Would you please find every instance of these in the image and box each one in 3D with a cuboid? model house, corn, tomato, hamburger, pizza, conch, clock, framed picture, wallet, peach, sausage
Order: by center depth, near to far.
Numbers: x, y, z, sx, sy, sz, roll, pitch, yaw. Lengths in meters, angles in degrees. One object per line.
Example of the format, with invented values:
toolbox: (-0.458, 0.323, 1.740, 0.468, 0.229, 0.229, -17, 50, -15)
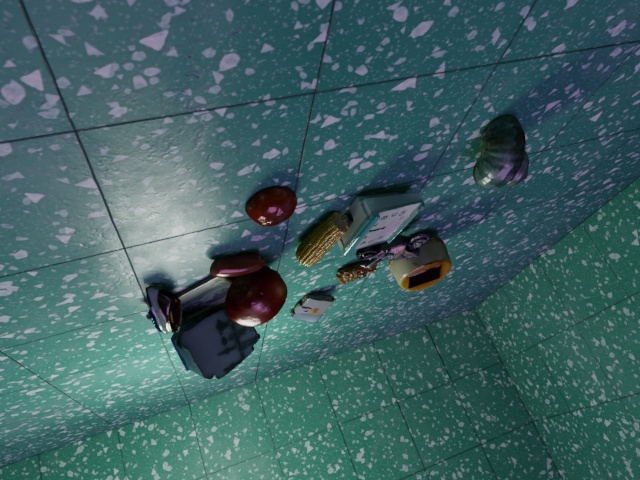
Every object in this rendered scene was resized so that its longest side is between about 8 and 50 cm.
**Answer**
tomato: (-0.138, -0.087, 1.417, 0.155, 0.069, 0.156, -18, 156, -9)
conch: (0.584, -0.261, 1.574, 0.277, 0.195, 0.220, 31, 97, -32)
sausage: (-0.280, 0.085, 1.662, 0.193, 0.077, 0.077, -10, 154, -27)
corn: (0.000, 0.000, 1.700, 0.093, 0.094, 0.244, -1, 145, -41)
clock: (0.196, -0.074, 1.704, 0.231, 0.116, 0.262, -14, 157, -30)
peach: (-0.235, 0.203, 1.765, 0.243, 0.199, 0.243, -46, 176, -4)
framed picture: (-0.451, 0.219, 1.864, 0.314, 0.024, 0.232, -29, 155, 13)
model house: (-0.474, 0.409, 2.066, 0.294, 0.252, 0.329, -36, -165, -31)
hamburger: (0.440, 0.094, 2.189, 0.275, 0.179, 0.294, -21, 148, -1)
pizza: (0.175, 0.143, 2.198, 0.226, 0.069, 0.147, -17, 154, -11)
wallet: (-0.044, 0.325, 2.399, 0.169, 0.070, 0.231, 10, 141, -22)

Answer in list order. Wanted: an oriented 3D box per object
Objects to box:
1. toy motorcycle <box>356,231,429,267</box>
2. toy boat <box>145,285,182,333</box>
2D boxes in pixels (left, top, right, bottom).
toy motorcycle: (0.296, 0.037, 1.996, 0.306, 0.108, 0.173, -15, 155, 8)
toy boat: (-0.561, 0.243, 1.715, 0.115, 0.114, 0.262, 16, 141, 5)
